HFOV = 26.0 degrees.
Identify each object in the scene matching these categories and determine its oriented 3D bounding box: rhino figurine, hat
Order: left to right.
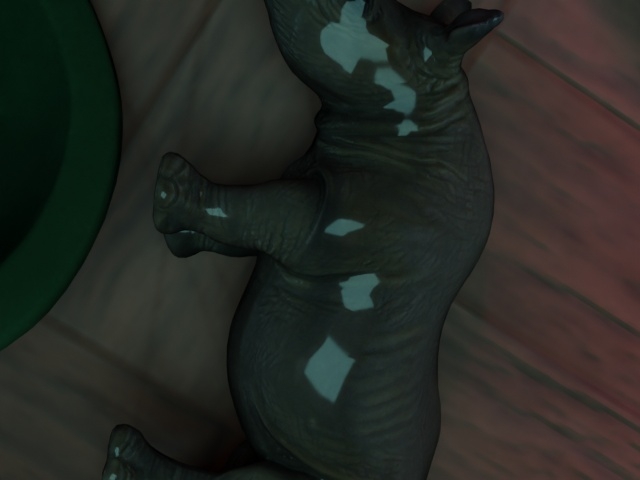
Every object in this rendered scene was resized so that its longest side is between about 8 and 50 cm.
[{"bbox_3d":[-0.181,-0.002,0.458,0.173,0.183,0.208,29,58,-16],"label":"hat"},{"bbox_3d":[0.000,0.000,0.446,0.106,0.073,0.243,12,100,-2],"label":"rhino figurine"}]
